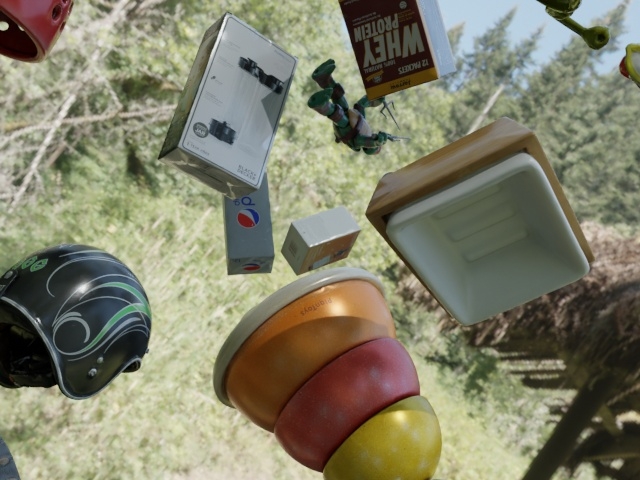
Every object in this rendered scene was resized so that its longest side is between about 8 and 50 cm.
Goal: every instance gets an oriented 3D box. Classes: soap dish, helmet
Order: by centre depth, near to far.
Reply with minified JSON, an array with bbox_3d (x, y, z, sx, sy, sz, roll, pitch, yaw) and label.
[{"bbox_3d":[-0.264,0.086,0.759,0.169,0.169,0.161,39,36,11],"label":"helmet"},{"bbox_3d":[0.223,-0.020,0.971,0.291,0.229,0.118,46,25,-42],"label":"soap dish"}]

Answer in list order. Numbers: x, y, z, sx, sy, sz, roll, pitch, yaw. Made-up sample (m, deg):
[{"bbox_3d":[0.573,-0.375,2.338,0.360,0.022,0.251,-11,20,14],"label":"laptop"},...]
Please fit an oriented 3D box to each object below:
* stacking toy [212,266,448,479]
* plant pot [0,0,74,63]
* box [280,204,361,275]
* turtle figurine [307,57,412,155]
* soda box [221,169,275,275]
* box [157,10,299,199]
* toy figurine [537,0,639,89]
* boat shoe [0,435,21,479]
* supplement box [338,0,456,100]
[{"bbox_3d":[0.072,0.311,1.143,0.479,0.351,0.350,52,1,31],"label":"stacking toy"},{"bbox_3d":[-0.410,-0.355,0.919,0.191,0.174,0.191,20,-17,6],"label":"plant pot"},{"bbox_3d":[0.000,0.000,1.847,0.091,0.171,0.130,55,-34,25],"label":"box"},{"bbox_3d":[0.073,-0.225,1.330,0.234,0.118,0.175,36,28,-37],"label":"turtle figurine"},{"bbox_3d":[-0.160,-0.072,1.503,0.091,0.098,0.286,108,-23,-62],"label":"soda box"},{"bbox_3d":[-0.160,-0.240,1.268,0.169,0.289,0.087,26,-24,-29],"label":"box"},{"bbox_3d":[0.279,-0.186,0.447,0.362,0.217,0.191,47,25,15],"label":"toy figurine"},{"bbox_3d":[-0.403,0.361,0.775,0.123,0.116,0.324,13,57,-48],"label":"boat shoe"},{"bbox_3d":[0.141,-0.367,1.253,0.194,0.129,0.191,-42,116,-64],"label":"supplement box"}]
